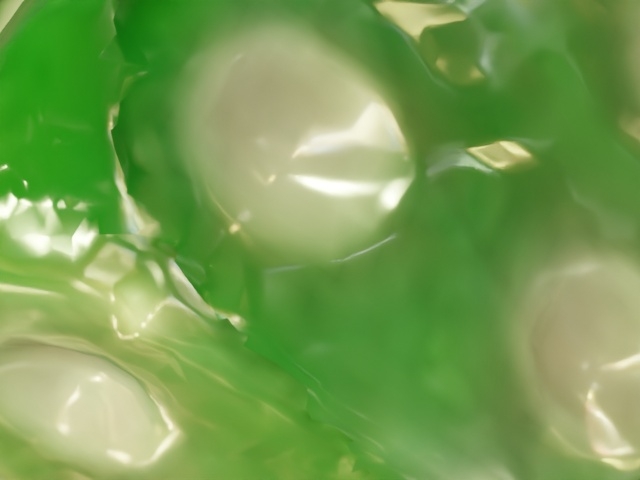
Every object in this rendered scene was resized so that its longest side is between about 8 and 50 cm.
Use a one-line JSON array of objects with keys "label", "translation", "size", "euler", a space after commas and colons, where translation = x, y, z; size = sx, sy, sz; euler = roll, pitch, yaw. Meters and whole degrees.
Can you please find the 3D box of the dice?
[{"label": "dice", "translation": [0.000, 0.000, 0.683], "size": [0.287, 0.300, 0.297], "euler": [-36, 22, 55]}]
